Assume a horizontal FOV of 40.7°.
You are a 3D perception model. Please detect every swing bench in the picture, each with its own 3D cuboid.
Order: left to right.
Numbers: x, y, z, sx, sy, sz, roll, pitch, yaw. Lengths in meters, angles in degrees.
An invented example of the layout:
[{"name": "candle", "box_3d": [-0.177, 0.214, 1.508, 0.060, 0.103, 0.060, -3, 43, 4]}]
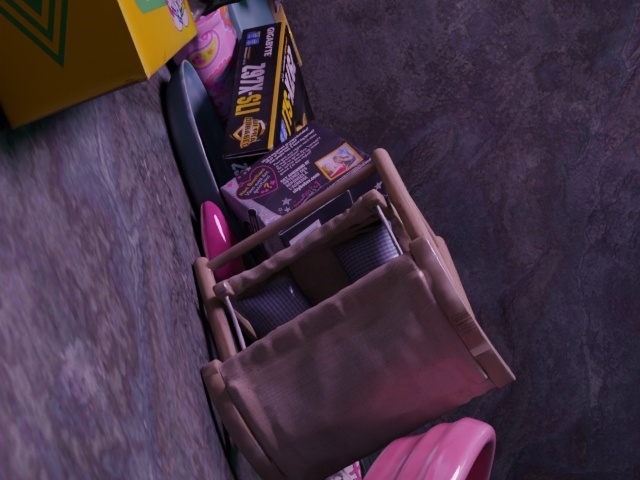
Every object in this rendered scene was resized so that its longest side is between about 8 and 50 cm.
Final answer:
[{"name": "swing bench", "box_3d": [0.020, 0.081, 0.881, 0.165, 0.253, 0.255, 52, 12, -32]}]

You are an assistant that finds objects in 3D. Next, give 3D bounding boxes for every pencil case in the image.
[{"name": "pencil case", "box_3d": [-0.171, -0.270, 1.371, 0.284, 0.124, 0.124, 69, 3, -54]}]

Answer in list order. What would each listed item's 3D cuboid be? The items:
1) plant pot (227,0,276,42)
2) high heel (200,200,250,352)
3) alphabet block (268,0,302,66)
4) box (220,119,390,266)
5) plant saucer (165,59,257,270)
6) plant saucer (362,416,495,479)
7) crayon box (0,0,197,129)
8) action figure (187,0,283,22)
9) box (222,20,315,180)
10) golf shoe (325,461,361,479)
[{"name": "plant pot", "box_3d": [-0.194, -0.428, 1.609, 0.234, 0.165, 0.166, -85, 157, -66]}, {"name": "high heel", "box_3d": [-0.066, 0.055, 1.069, 0.082, 0.117, 0.244, -46, 117, -87]}, {"name": "alphabet block", "box_3d": [-0.167, -0.454, 1.855, 0.192, 0.197, 0.194, 58, 13, -82]}, {"name": "box", "box_3d": [0.000, 0.000, 1.134, 0.142, 0.163, 0.247, 37, -22, 43]}, {"name": "plant saucer", "box_3d": [-0.153, -0.097, 1.225, 0.317, 0.043, 0.318, -19, 90, -87]}, {"name": "plant saucer", "box_3d": [0.063, 0.308, 0.766, 0.332, 0.084, 0.332, -52, 153, -41]}, {"name": "crayon box", "box_3d": [-0.205, -0.274, 0.646, 0.363, 0.106, 0.313, -99, 171, -72]}, {"name": "action figure", "box_3d": [-0.132, -0.304, 0.894, 0.141, 0.275, 0.164, -26, 109, -52]}, {"name": "box", "box_3d": [-0.063, -0.137, 1.310, 0.322, 0.079, 0.257, -88, 164, -46]}, {"name": "golf shoe", "box_3d": [0.038, 0.393, 1.399, 0.086, 0.067, 0.186, -104, 175, -49]}]
